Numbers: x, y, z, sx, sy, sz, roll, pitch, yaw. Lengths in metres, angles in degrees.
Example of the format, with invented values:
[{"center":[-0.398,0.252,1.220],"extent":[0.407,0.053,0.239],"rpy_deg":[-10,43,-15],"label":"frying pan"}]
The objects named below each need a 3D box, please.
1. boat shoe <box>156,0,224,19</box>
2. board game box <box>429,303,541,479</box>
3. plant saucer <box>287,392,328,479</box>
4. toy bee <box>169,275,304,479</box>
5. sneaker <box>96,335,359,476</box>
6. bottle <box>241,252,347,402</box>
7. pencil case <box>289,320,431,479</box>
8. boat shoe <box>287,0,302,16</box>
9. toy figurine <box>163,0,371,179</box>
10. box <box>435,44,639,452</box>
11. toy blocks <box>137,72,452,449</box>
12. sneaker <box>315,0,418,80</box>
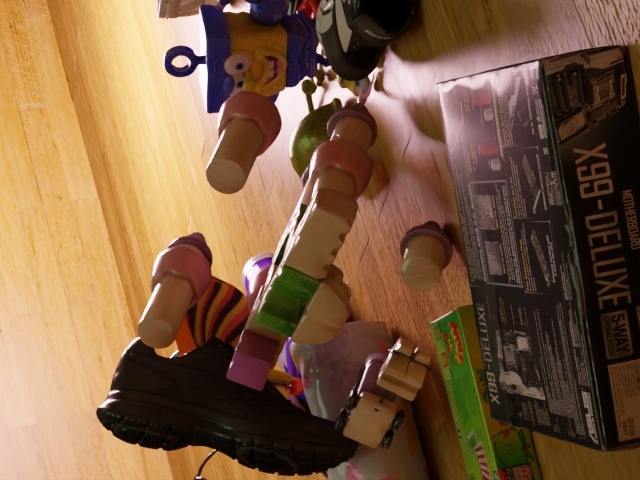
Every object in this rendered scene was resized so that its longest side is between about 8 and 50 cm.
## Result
[{"center":[-0.205,-0.471,2.502],"extent":[0.118,0.103,0.321],"rpy_deg":[-169,69,-74],"label":"boat shoe"},{"center":[0.159,0.156,1.740],"extent":[0.092,0.043,0.181],"rpy_deg":[139,119,-72],"label":"board game box"},{"center":[0.004,0.251,2.235],"extent":[0.198,0.036,0.198],"rpy_deg":[46,-177,-3],"label":"plant saucer"},{"center":[-0.103,0.158,2.118],"extent":[0.195,0.162,0.298],"rpy_deg":[42,140,34],"label":"toy bee"},{"center":[-0.094,0.174,1.955],"extent":[0.109,0.286,0.130],"rpy_deg":[109,174,-65],"label":"sneaker"},{"center":[-0.031,0.102,2.296],"extent":[0.283,0.092,0.118],"rpy_deg":[-128,25,-60],"label":"bottle"},{"center":[0.048,0.225,2.034],"extent":[0.113,0.124,0.273],"rpy_deg":[6,-116,-59],"label":"pencil case"},{"center":[-0.044,-0.286,2.128],"extent":[0.046,0.038,0.125],"rpy_deg":[13,110,33],"label":"boat shoe"},{"center":[-0.076,-0.205,2.009],"extent":[0.363,0.217,0.191],"rpy_deg":[95,158,-44],"label":"toy figurine"},{"center":[0.190,0.006,1.464],"extent":[0.242,0.076,0.308],"rpy_deg":[180,79,-75],"label":"box"},{"center":[0.000,0.000,1.923],"extent":[0.260,0.308,0.289],"rpy_deg":[-71,7,-56],"label":"toy blocks"},{"center":[0.049,-0.228,1.805],"extent":[0.234,0.078,0.106],"rpy_deg":[102,155,-51],"label":"sneaker"}]
